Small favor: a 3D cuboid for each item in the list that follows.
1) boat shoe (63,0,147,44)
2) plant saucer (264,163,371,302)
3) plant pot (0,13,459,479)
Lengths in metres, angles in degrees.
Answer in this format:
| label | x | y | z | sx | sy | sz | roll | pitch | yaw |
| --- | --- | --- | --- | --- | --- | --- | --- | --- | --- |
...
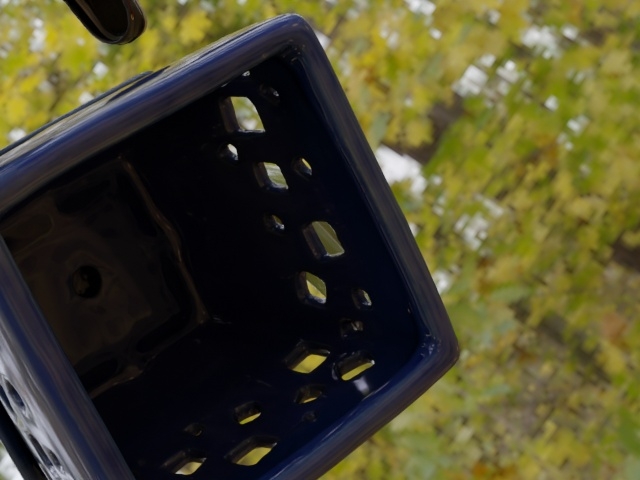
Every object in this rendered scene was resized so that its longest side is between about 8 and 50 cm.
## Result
| label | x | y | z | sx | sy | sz | roll | pitch | yaw |
| --- | --- | --- | --- | --- | --- | --- | --- | --- | --- |
| boat shoe | -0.185 | -0.208 | 1.222 | 0.049 | 0.133 | 0.042 | -36 | 4 | 16 |
| plant saucer | 0.000 | 0.000 | 1.698 | 0.037 | 0.241 | 0.241 | -44 | -13 | -12 |
| plant pot | -0.099 | 0.026 | 0.911 | 0.236 | 0.236 | 0.212 | -34 | 18 | -28 |
